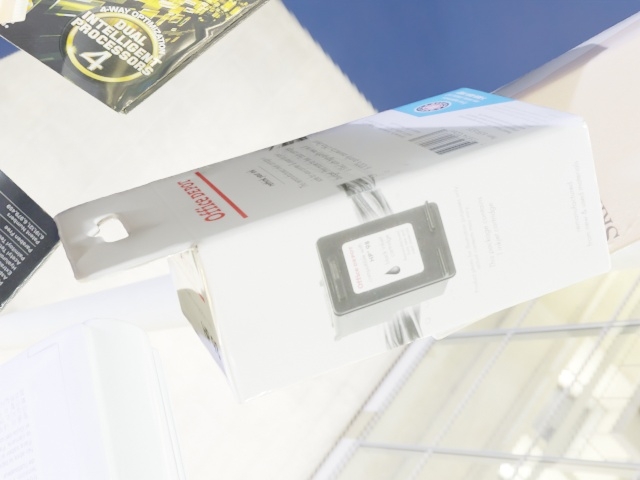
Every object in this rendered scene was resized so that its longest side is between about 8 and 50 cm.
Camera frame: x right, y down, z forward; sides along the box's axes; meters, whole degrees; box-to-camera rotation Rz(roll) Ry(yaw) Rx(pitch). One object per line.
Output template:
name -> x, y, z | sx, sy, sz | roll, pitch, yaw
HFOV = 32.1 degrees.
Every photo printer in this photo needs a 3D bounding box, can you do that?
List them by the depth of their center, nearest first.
photo printer -> -0.201, 0.245, 0.807 | 0.107, 0.256, 0.308 | 29, -144, -51

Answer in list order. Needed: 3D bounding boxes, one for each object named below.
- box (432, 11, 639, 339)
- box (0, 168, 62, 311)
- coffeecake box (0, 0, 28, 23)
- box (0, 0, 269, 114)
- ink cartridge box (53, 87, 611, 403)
box -> 0.194, -0.063, 0.866 | 0.311, 0.121, 0.148 | -29, -81, 13
box -> -0.456, 0.064, 1.078 | 0.179, 0.343, 0.312 | 45, -117, -18
coffeecake box -> -0.263, -0.230, 0.685 | 0.185, 0.068, 0.142 | 17, -76, -2
box -> -0.216, -0.316, 0.978 | 0.395, 0.318, 0.097 | 35, -148, -39
ink cartridge box -> 0.000, 0.000, 0.414 | 0.180, 0.104, 0.060 | -18, -71, -12
